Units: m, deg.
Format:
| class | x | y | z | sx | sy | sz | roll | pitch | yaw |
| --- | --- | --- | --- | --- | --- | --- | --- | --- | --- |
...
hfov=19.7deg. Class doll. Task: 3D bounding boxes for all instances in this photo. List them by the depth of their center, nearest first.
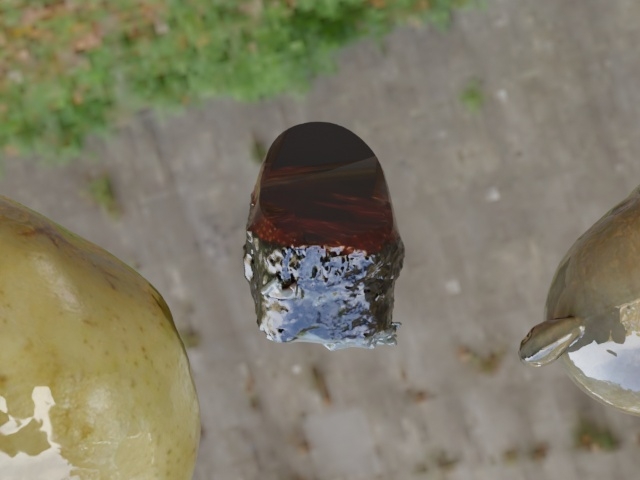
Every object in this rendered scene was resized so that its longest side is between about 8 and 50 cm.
| class | x | y | z | sx | sy | sz | roll | pitch | yaw |
| --- | --- | --- | --- | --- | --- | --- | --- | --- | --- |
| doll | 0.299 | 0.015 | 1.226 | 0.330 | 0.174 | 0.235 | -29 | 165 | 36 |

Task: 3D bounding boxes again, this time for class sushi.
| class | x | y | z | sx | sy | sz | roll | pitch | yaw |
| --- | --- | --- | --- | --- | --- | --- | --- | --- | --- |
| sushi | 0.000 | 0.000 | 1.577 | 0.136 | 0.126 | 0.225 | 2 | -149 | -6 |

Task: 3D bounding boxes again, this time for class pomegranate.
| class | x | y | z | sx | sy | sz | roll | pitch | yaw |
| --- | --- | --- | --- | --- | --- | --- | --- | --- | --- |
| pomegranate | -0.241 | 0.132 | 1.193 | 0.333 | 0.332 | 0.332 | -16 | -179 | 0 |
